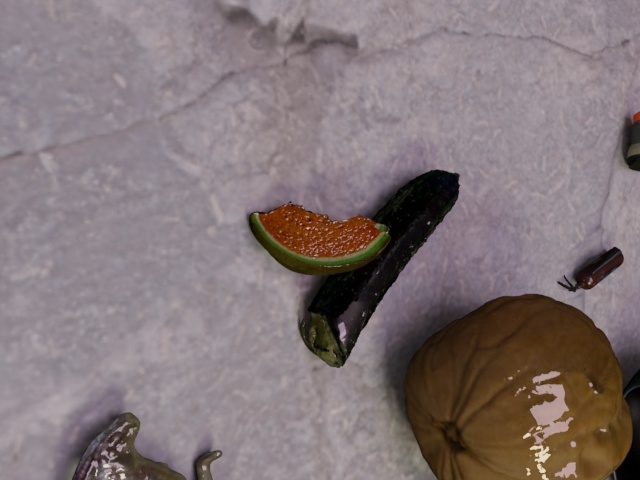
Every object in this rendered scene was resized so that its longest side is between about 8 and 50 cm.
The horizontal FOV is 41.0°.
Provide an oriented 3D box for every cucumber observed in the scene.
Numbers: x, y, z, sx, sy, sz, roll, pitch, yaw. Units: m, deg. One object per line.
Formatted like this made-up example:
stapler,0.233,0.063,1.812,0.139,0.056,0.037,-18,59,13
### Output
cucumber,0.063,0.011,0.859,0.067,0.067,0.245,46,65,-23

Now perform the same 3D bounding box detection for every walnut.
walnut,0.200,0.162,0.862,0.228,0.228,0.227,1,89,-33

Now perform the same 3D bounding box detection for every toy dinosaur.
toy dinosaur,-0.124,0.290,0.727,0.162,0.077,0.294,-6,78,-28

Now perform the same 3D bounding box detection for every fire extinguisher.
fire extinguisher,0.338,0.036,1.040,0.100,0.046,0.032,-30,92,-31

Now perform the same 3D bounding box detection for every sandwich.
sandwich,-0.002,0.001,0.806,0.135,0.029,0.067,7,60,-3

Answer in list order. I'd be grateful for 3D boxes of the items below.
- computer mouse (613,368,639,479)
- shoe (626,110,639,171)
computer mouse,0.428,0.237,1.064,0.137,0.096,0.233,3,98,-24
shoe,0.478,-0.129,1.120,0.195,0.074,0.077,0,84,-30
